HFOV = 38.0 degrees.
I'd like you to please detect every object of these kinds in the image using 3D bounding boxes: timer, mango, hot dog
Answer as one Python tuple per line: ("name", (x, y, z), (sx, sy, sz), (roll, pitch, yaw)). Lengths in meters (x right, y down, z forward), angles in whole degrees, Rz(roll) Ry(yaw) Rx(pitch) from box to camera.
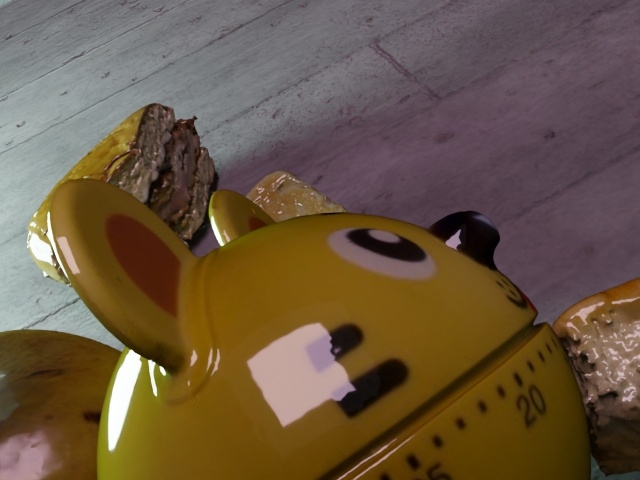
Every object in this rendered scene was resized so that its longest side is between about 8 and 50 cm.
("timer", (-0.005, 0.110, 0.659), (0.376, 0.376, 0.387), (-31, 80, -8))
("mango", (-0.304, 0.218, 0.860), (0.445, 0.220, 0.301), (-2, 42, 42))
("hot dog", (0.000, 0.000, 1.051), (0.084, 0.073, 0.242), (-42, 43, -14))

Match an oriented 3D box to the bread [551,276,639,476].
("bread", (0.297, 0.088, 0.709), (0.245, 0.174, 0.121), (-22, 58, 5))

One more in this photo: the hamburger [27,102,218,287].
("hamburger", (-0.253, -0.042, 1.186), (0.245, 0.155, 0.282), (-29, 32, 7))
